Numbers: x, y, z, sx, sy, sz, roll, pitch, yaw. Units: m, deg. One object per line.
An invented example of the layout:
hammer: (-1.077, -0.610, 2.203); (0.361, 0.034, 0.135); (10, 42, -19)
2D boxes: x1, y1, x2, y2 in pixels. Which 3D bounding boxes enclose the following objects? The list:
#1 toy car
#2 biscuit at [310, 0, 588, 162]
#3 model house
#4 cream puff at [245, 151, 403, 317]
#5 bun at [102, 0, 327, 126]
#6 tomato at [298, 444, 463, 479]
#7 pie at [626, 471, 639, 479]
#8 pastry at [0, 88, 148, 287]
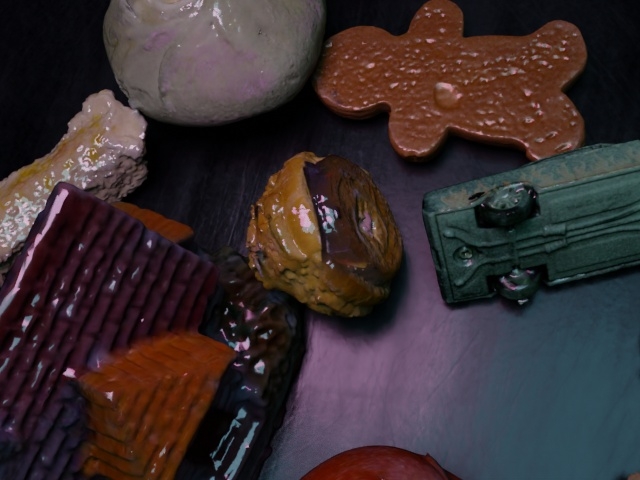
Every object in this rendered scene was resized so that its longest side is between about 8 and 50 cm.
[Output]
toy car: (0.269, -0.033, 0.841); (0.320, 0.141, 0.097); (-14, 38, 6)
biscuit: (0.145, -0.184, 0.954); (0.323, 0.049, 0.206); (6, 73, 11)
model house: (-0.214, 0.118, 0.778); (0.297, 0.339, 0.360); (22, 78, 18)
cream puff: (0.000, 0.000, 0.859); (0.129, 0.189, 0.189); (-28, 68, 28)
bun: (-0.134, -0.274, 0.944); (0.283, 0.179, 0.283); (-7, 57, 10)
tomato: (0.049, 0.323, 0.713); (0.264, 0.265, 0.265); (-3, 73, 9)
pie: (0.295, 0.359, 0.750); (0.128, 0.068, 0.283); (21, 79, 17)
pastry: (-0.313, -0.067, 0.980); (0.258, 0.089, 0.121); (-41, 75, -5)
